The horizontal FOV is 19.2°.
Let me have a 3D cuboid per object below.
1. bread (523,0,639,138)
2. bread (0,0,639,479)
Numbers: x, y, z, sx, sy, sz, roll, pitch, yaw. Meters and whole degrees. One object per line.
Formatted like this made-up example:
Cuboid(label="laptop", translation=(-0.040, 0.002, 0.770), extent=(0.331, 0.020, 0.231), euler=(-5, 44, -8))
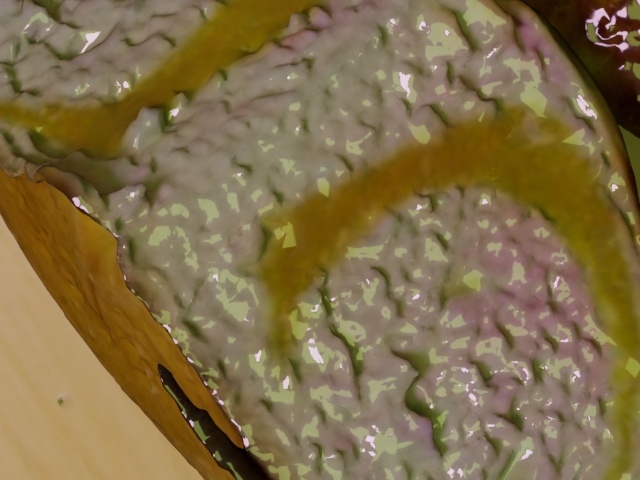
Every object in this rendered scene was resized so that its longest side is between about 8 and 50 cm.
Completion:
Cuboid(label="bread", translation=(0.139, -0.110, 0.584), extent=(0.132, 0.103, 0.172), euler=(31, 105, 1))
Cuboid(label="bread", translation=(-0.009, -0.008, 0.589), extent=(0.158, 0.156, 0.261), euler=(-38, 91, -15))
